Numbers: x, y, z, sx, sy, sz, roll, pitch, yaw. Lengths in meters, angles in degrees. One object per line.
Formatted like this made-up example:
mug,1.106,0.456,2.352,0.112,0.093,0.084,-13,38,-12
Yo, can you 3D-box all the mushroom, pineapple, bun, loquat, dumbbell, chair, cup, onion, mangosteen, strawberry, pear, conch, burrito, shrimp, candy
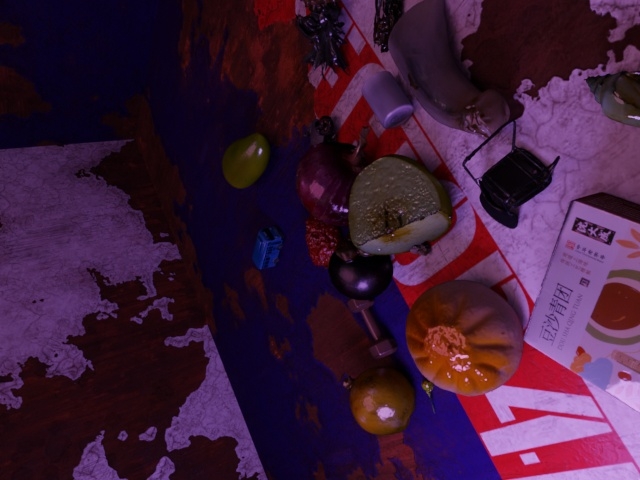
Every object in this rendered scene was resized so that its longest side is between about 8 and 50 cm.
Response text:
mushroom,0.301,-0.390,1.151,0.177,0.126,0.396,-43,63,43
pineapple,0.000,-0.675,1.451,0.166,0.166,0.364,17,116,52
bun,0.348,0.252,1.197,0.299,0.165,0.298,4,97,35
loquat,0.182,0.509,1.542,0.246,0.213,0.213,21,123,17
dumbbell,0.173,0.282,1.608,0.082,0.092,0.230,-33,72,25
chair,0.431,-0.134,1.074,0.145,0.221,0.140,-39,60,7
cup,0.194,-0.390,1.347,0.099,0.136,0.133,-35,70,19
onion,0.057,-0.159,1.484,0.272,0.257,0.230,87,168,-56
mangosteen,0.127,0.061,1.486,0.211,0.212,0.249,33,128,46
strawberry,0.006,-0.008,1.731,0.174,0.098,0.228,-14,90,55
pear,0.211,-0.110,1.319,0.293,0.159,0.292,-7,78,33
conch,0.568,-0.254,0.854,0.201,0.080,0.094,27,112,28
burrito,0.232,-0.017,1.435,0.229,0.063,0.058,41,100,40
shrimp,0.217,-0.639,1.237,0.222,0.054,0.290,28,116,48
candy,0.345,0.487,1.487,0.035,0.035,0.122,8,117,65

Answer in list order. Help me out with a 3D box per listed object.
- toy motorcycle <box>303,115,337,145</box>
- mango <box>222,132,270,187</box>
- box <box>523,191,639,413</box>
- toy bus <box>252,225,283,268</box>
toy motorcycle,-0.001,-0.327,1.648,0.122,0.080,0.215,32,131,46
mango,-0.313,-0.349,2.026,0.343,0.156,0.192,-34,82,51
box,0.618,0.139,0.876,0.385,0.122,0.344,35,130,45
toy bus,-0.232,0.031,2.085,0.090,0.106,0.184,53,140,34
